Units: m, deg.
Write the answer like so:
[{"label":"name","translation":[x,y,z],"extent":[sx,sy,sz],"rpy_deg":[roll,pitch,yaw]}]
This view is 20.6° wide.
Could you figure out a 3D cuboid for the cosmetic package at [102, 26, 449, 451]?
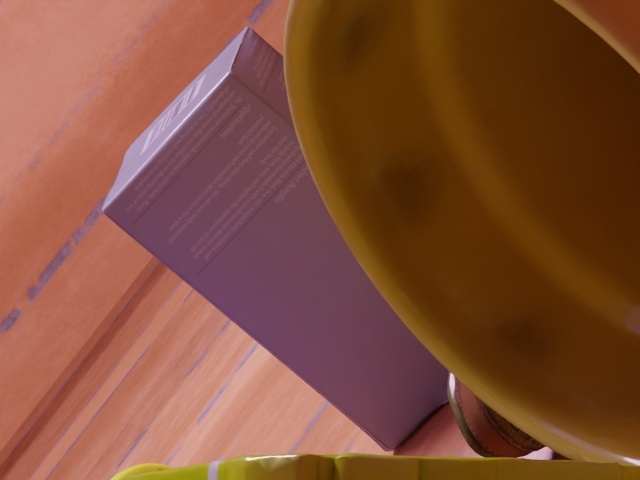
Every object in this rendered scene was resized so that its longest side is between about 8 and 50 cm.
[{"label":"cosmetic package","translation":[0.000,0.000,1.076],"extent":[0.127,0.238,0.107],"rpy_deg":[-44,15,20]}]

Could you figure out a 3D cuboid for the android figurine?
[{"label":"android figurine","translation":[0.030,0.107,0.615],"extent":[0.273,0.248,0.056],"rpy_deg":[161,113,-66]}]

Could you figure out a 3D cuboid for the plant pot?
[{"label":"plant pot","translation":[0.155,-0.070,0.708],"extent":[0.239,0.254,0.254],"rpy_deg":[-38,4,-26]}]

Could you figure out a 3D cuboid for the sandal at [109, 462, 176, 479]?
[{"label":"sandal","translation":[-0.165,0.292,1.115],"extent":[0.317,0.126,0.138],"rpy_deg":[-51,-1,-42]}]

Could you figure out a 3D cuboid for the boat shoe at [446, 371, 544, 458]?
[{"label":"boat shoe","translation":[0.117,-0.005,0.940],"extent":[0.104,0.111,0.307],"rpy_deg":[-43,12,29]}]
